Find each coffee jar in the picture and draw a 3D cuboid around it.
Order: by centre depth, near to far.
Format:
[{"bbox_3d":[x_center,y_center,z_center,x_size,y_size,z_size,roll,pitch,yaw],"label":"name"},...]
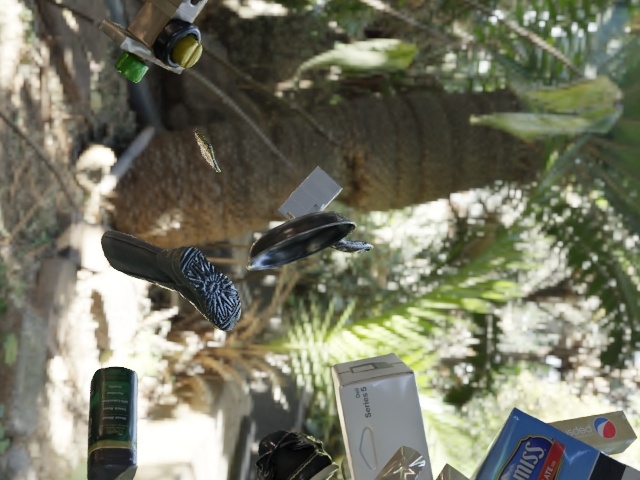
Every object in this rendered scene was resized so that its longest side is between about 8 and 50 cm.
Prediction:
[{"bbox_3d":[-0.334,0.302,1.585,0.096,0.079,0.184,115,-26,-48],"label":"coffee jar"}]

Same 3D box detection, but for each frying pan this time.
[{"bbox_3d":[0.014,-0.011,1.694,0.197,0.326,0.053,-35,-106,49],"label":"frying pan"}]

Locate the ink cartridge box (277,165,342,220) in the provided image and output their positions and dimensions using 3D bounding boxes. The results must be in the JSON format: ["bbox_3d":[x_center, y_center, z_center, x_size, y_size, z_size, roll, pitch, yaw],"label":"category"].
[{"bbox_3d":[-0.021,-0.075,1.823,0.115,0.063,0.029,-47,178,-12],"label":"ink cartridge box"}]

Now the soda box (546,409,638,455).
[{"bbox_3d":[0.473,0.355,1.773,0.058,0.181,0.061,114,-35,-46],"label":"soda box"}]

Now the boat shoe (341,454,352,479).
[{"bbox_3d":[0.076,0.395,1.800,0.135,0.045,0.050,-51,131,-63],"label":"boat shoe"}]

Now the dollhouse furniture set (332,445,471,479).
[{"bbox_3d":[0.067,0.302,1.033,0.151,0.144,0.123,-61,167,23],"label":"dollhouse furniture set"}]

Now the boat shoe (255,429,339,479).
[{"bbox_3d":[-0.051,0.352,1.547,0.113,0.127,0.340,50,-4,7],"label":"boat shoe"}]

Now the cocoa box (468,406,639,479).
[{"bbox_3d":[0.283,0.433,1.364,0.231,0.228,0.347,-55,166,-30],"label":"cocoa box"}]

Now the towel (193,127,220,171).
[{"bbox_3d":[-0.211,-0.167,1.834,0.060,0.009,0.083,48,-15,29],"label":"towel"}]

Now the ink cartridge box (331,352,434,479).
[{"bbox_3d":[0.091,0.288,1.498,0.273,0.114,0.198,143,-64,-88],"label":"ink cartridge box"}]

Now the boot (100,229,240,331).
[{"bbox_3d":[-0.245,0.064,1.596,0.076,0.208,0.190,-53,128,-35],"label":"boot"}]

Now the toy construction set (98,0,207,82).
[{"bbox_3d":[-0.197,-0.321,1.175,0.237,0.257,0.309,-61,-177,12],"label":"toy construction set"}]
